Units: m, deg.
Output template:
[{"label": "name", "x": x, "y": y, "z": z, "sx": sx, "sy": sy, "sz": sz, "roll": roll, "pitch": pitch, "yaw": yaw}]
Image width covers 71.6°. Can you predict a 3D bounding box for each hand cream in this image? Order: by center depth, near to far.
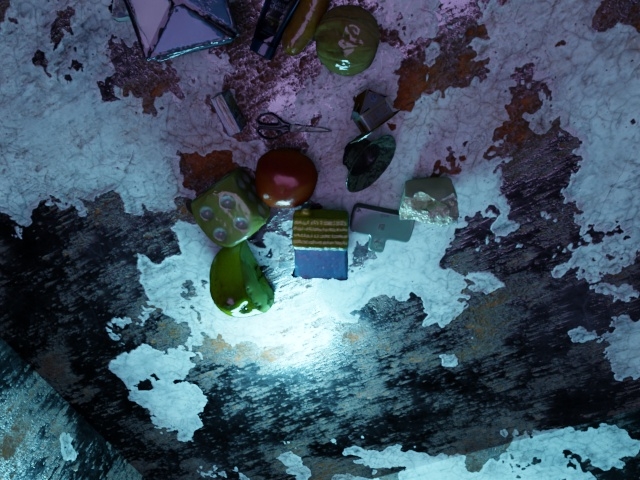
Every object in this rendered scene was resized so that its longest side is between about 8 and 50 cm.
[{"label": "hand cream", "x": -0.158, "y": -0.780, "z": 1.552, "sx": 0.120, "sy": 0.061, "sz": 0.271, "roll": 26, "pitch": 109, "yaw": -3}]

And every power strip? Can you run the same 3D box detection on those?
[{"label": "power strip", "x": 0.252, "y": -0.044, "z": 1.876, "sx": 0.264, "sy": 0.059, "sz": 0.194, "roll": 11, "pitch": 113, "yaw": 0}]

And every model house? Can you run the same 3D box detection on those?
[{"label": "model house", "x": 0.167, "y": -0.461, "z": 1.575, "sx": 0.207, "sy": 0.219, "sz": 0.136, "roll": -34, "pitch": 101, "yaw": 0}, {"label": "model house", "x": 0.000, "y": 0.000, "z": 1.827, "sx": 0.236, "sy": 0.216, "sz": 0.304, "roll": 1, "pitch": 121, "yaw": 4}]

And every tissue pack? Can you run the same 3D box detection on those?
[{"label": "tissue pack", "x": -0.347, "y": -0.485, "z": 1.681, "sx": 0.065, "sy": 0.116, "sz": 0.155, "roll": -21, "pitch": 115, "yaw": 15}]

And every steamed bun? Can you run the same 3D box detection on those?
[{"label": "steamed bun", "x": 0.419, "y": -0.147, "z": 1.730, "sx": 0.225, "sy": 0.170, "sz": 0.200, "roll": -4, "pitch": 92, "yaw": 8}]

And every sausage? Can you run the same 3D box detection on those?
[{"label": "sausage", "x": -0.049, "y": -0.764, "z": 1.516, "sx": 0.108, "sy": 0.109, "sz": 0.271, "roll": 28, "pitch": 115, "yaw": -9}]

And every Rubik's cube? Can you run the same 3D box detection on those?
[{"label": "Rubik's cube", "x": -0.445, "y": -0.761, "z": 1.411, "sx": 0.304, "sy": 0.310, "sz": 0.307, "roll": -16, "pitch": 116, "yaw": -3}]

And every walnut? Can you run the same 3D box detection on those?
[{"label": "walnut", "x": 0.088, "y": -0.674, "z": 1.496, "sx": 0.227, "sy": 0.228, "sz": 0.228, "roll": 2, "pitch": 117, "yaw": 5}]

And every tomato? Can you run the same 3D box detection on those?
[{"label": "tomato", "x": -0.139, "y": -0.235, "z": 1.754, "sx": 0.259, "sy": 0.180, "sz": 0.260, "roll": 3, "pitch": 120, "yaw": 6}]

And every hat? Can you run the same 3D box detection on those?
[{"label": "hat", "x": 0.155, "y": -0.318, "z": 1.702, "sx": 0.128, "sy": 0.265, "sz": 0.266, "roll": 39, "pitch": 121, "yaw": 27}]

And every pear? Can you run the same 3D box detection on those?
[{"label": "pear", "x": -0.365, "y": 0.212, "z": 1.935, "sx": 0.238, "sy": 0.318, "sz": 0.343, "roll": -21, "pitch": 111, "yaw": 11}]

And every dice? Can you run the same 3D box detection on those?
[{"label": "dice", "x": -0.362, "y": -0.130, "z": 1.805, "sx": 0.233, "sy": 0.227, "sz": 0.238, "roll": -32, "pitch": 109, "yaw": 16}]

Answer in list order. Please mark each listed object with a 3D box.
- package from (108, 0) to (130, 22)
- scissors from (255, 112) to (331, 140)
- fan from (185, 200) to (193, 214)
[{"label": "package", "x": -0.625, "y": -0.873, "z": 1.544, "sx": 0.193, "sy": 0.071, "sz": 0.270, "roll": 23, "pitch": 103, "yaw": -10}, {"label": "scissors", "x": -0.104, "y": -0.439, "z": 1.733, "sx": 0.299, "sy": 0.022, "sz": 0.109, "roll": 3, "pitch": 121, "yaw": 3}, {"label": "fan", "x": -0.540, "y": -0.138, "z": 1.898, "sx": 0.133, "sy": 0.005, "sz": 0.085, "roll": -13, "pitch": 116, "yaw": 52}]
